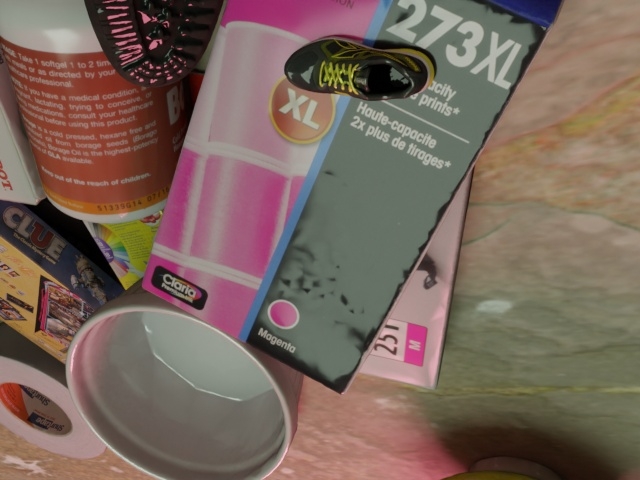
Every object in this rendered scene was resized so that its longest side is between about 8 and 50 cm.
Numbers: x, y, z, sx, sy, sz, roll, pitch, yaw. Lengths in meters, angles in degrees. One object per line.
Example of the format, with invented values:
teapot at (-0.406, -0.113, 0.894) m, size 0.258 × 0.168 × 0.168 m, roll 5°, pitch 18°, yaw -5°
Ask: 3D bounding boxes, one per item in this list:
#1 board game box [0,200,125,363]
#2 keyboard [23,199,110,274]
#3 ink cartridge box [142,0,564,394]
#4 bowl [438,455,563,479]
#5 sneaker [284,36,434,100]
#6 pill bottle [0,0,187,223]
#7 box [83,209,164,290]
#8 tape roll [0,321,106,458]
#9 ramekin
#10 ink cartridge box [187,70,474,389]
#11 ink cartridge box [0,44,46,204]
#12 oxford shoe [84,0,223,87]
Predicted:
board game box at (-0.299, 0.056, 0.685) m, size 0.165 × 0.042 × 0.243 m, roll -12°, pitch 133°, yaw 34°
keyboard at (-0.390, -0.011, 0.723) m, size 0.317 × 0.033 × 0.202 m, roll 30°, pitch 134°, yaw -3°
ink cartridge box at (0.016, -0.081, 0.404) m, size 0.175 × 0.069 × 0.371 m, roll 27°, pitch 117°, yaw 5°
bowl at (0.206, 0.332, 0.678) m, size 0.289 × 0.156 × 0.290 m, roll 12°, pitch 131°, yaw 14°
sneaker at (0.018, -0.092, 0.340) m, size 0.083 × 0.035 × 0.031 m, roll 5°, pitch 114°, yaw 16°
pill bottle at (-0.164, -0.129, 0.465) m, size 0.121 × 0.121 × 0.216 m, roll 14°, pitch 133°, yaw 11°
box at (-0.163, 0.011, 0.629) m, size 0.105 × 0.043 × 0.179 m, roll -9°, pitch 120°, yaw 29°
tape roll at (-0.373, 0.206, 0.873) m, size 0.219 × 0.072 × 0.219 m, roll 11°, pitch 131°, yaw 13°
ramekin at (-0.111, 0.115, 0.578) m, size 0.207 × 0.109 × 0.207 m, roll 7°, pitch 120°, yaw 12°
ink cartridge box at (0.000, 0.000, 0.550) m, size 0.238 × 0.060 × 0.275 m, roll 10°, pitch 131°, yaw 13°
ink cartridge box at (-0.336, -0.125, 0.557) m, size 0.208 × 0.087 × 0.153 m, roll 9°, pitch 131°, yaw 11°
oxford shoe at (-0.099, -0.197, 0.338) m, size 0.082 × 0.096 × 0.227 m, roll -13°, pitch 130°, yaw -23°
